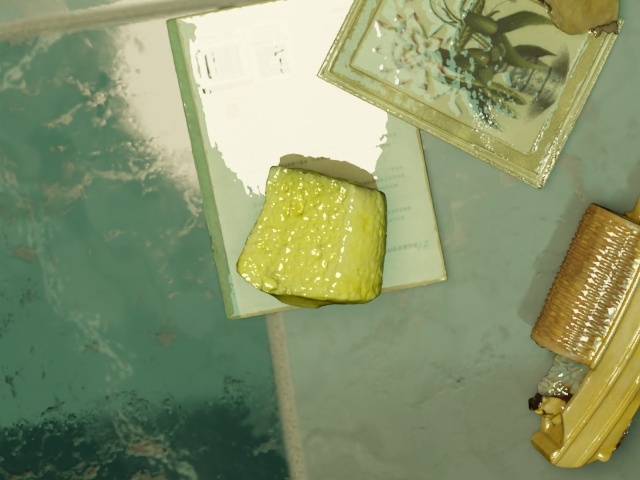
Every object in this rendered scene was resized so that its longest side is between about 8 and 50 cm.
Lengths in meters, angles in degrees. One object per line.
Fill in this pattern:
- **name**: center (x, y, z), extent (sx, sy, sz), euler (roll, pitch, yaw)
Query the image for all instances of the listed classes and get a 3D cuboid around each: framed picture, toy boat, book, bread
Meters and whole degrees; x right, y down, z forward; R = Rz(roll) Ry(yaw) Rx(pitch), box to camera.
- **framed picture**: center (0.134, -0.170, 1.338), extent (0.231, 0.010, 0.173), euler (25, 94, -9)
- **toy boat**: center (0.262, 0.055, 1.349), extent (0.115, 0.089, 0.310), euler (24, 99, -13)
- **book**: center (-0.011, -0.080, 1.361), extent (0.215, 0.025, 0.283), euler (-9, 99, 3)
- **bread**: center (0.000, 0.000, 1.305), extent (0.129, 0.111, 0.114), euler (14, 96, 24)

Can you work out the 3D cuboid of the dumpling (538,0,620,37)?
- **dumpling**: center (0.183, -0.339, 1.285), extent (0.166, 0.086, 0.332), euler (-5, 98, -25)
